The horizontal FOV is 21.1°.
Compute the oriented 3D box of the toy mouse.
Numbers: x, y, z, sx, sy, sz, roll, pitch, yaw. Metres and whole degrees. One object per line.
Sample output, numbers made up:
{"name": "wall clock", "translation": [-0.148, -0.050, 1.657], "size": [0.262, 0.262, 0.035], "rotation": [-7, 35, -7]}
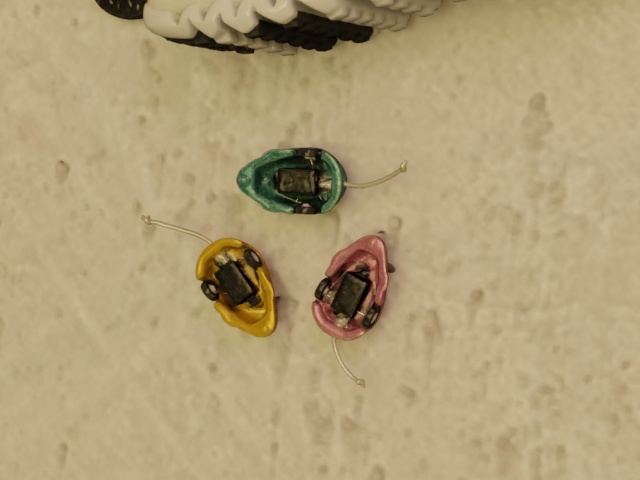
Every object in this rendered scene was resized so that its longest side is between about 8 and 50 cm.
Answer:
{"name": "toy mouse", "translation": [0.000, 0.000, 0.976], "size": [0.143, 0.031, 0.161], "rotation": [-43, 79, 16]}

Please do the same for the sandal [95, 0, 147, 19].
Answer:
{"name": "sandal", "translation": [-0.102, -0.220, 1.005], "size": [0.067, 0.040, 0.179], "rotation": [18, 112, 23]}

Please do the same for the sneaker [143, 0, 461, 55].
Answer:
{"name": "sneaker", "translation": [0.035, -0.176, 0.915], "size": [0.292, 0.110, 0.118], "rotation": [-15, 85, 21]}
